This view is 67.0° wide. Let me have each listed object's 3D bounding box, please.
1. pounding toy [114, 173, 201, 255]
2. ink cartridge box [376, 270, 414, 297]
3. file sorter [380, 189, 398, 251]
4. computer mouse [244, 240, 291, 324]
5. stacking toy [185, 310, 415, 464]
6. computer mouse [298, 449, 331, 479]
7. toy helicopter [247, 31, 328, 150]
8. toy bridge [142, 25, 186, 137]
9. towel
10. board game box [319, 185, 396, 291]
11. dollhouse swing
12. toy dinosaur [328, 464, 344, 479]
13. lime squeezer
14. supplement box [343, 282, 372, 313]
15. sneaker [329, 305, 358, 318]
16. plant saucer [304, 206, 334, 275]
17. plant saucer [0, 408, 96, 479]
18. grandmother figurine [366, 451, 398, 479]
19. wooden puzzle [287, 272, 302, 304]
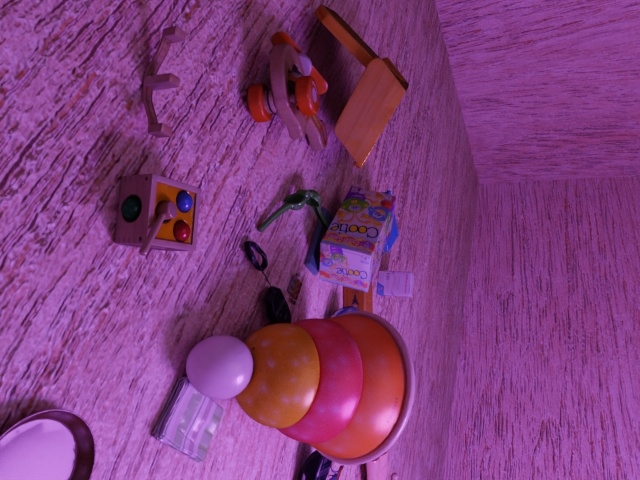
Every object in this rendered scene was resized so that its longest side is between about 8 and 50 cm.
[{"bbox_3d":[-0.259,-0.034,0.773,0.141,0.100,0.129,15,77,-61],"label":"pounding toy"},{"bbox_3d":[0.274,0.158,1.757,0.052,0.123,0.088,28,66,-59],"label":"ink cartridge box"},{"bbox_3d":[0.181,-0.064,1.599,0.118,0.105,0.170,-51,134,-51],"label":"file sorter"},{"bbox_3d":[-0.127,0.107,1.102,0.071,0.041,0.241,-58,133,-58],"label":"computer mouse"},{"bbox_3d":[-0.062,0.275,1.014,0.480,0.351,0.350,26,66,-41],"label":"stacking toy"},{"bbox_3d":[-0.049,0.649,1.228,0.184,0.060,0.261,23,82,-65],"label":"computer mouse"},{"bbox_3d":[-0.048,-0.342,1.185,0.355,0.140,0.234,49,39,-66],"label":"toy helicopter"},{"bbox_3d":[-0.264,-0.263,0.801,0.026,0.063,0.187,18,76,-61],"label":"toy bridge"},{"bbox_3d":[-0.237,0.337,0.901,0.152,0.023,0.113,60,41,-44],"label":"towel"},{"bbox_3d":[0.109,-0.011,1.376,0.275,0.145,0.141,-62,160,-45],"label":"board game box"},{"bbox_3d":[0.074,-0.430,1.364,0.315,0.305,0.346,-60,-179,24],"label":"dollhouse swing"},{"bbox_3d":[0.045,0.687,1.396,0.082,0.090,0.047,-25,134,-26],"label":"toy dinosaur"},{"bbox_3d":[-0.055,-0.078,1.222,0.310,0.059,0.109,-3,120,-59],"label":"lime squeezer"},{"bbox_3d":[0.120,0.239,1.517,0.080,0.078,0.233,-8,98,-62],"label":"supplement box"},{"bbox_3d":[0.075,0.347,1.361,0.130,0.147,0.329,44,51,-54],"label":"sneaker"},{"bbox_3d":[0.000,0.000,1.353,0.067,0.018,0.191,53,46,-48],"label":"plant saucer"},{"bbox_3d":[-0.376,0.306,0.633,0.168,0.029,0.168,-4,95,-62],"label":"plant saucer"},{"bbox_3d":[0.195,0.858,1.655,0.208,0.104,0.341,-5,98,-35],"label":"grandmother figurine"},{"bbox_3d":[-0.066,0.121,1.239,0.049,0.006,0.083,56,43,-47],"label":"wooden puzzle"}]
